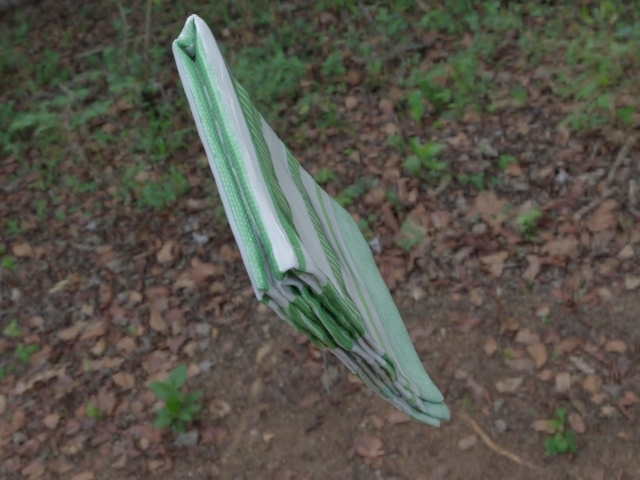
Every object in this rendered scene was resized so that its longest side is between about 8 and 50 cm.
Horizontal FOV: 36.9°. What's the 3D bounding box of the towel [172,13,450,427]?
[{"bbox_3d":[0.000,0.000,0.739,0.038,0.325,0.248,-30,56,10],"label":"towel"}]
